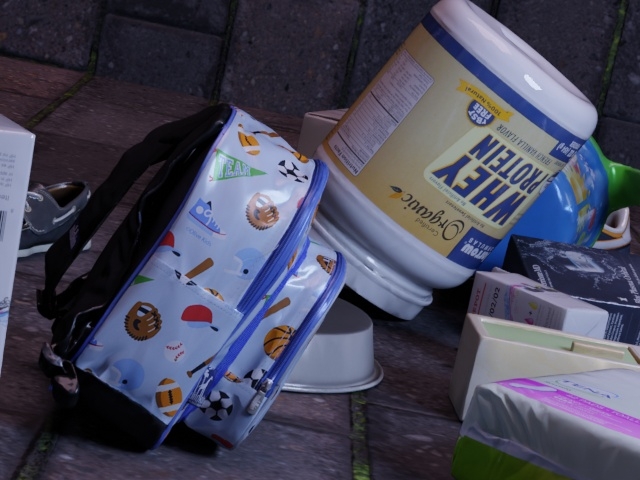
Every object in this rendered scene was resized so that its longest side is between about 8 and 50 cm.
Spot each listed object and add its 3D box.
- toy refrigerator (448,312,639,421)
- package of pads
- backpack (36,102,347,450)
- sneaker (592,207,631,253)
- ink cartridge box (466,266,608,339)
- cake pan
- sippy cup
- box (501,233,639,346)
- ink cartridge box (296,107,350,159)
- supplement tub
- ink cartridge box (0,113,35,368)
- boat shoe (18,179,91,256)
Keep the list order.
[{"bbox_3d":[0.266,0.140,1.869,0.270,0.094,0.102,12,10,-5],"label":"toy refrigerator"},{"bbox_3d":[0.291,0.189,1.600,0.297,0.101,0.229,21,14,38],"label":"package of pads"},{"bbox_3d":[-0.095,0.026,1.598,0.213,0.263,0.276,26,7,-14],"label":"backpack"},{"bbox_3d":[0.272,-0.013,2.645,0.321,0.127,0.126,5,13,-26],"label":"sneaker"},{"bbox_3d":[0.202,0.095,2.008,0.062,0.104,0.181,5,11,-37],"label":"ink cartridge box"},{"bbox_3d":[-0.077,0.079,1.921,0.293,0.054,0.293,12,10,-2],"label":"cake pan"},{"bbox_3d":[0.237,-0.046,2.418,0.240,0.305,0.224,50,14,-2],"label":"sippy cup"},{"bbox_3d":[0.287,0.074,2.183,0.158,0.093,0.156,9,22,-9],"label":"box"},{"bbox_3d":[0.049,-0.084,2.630,0.100,0.172,0.237,15,11,21],"label":"ink cartridge box"},{"bbox_3d":[0.131,-0.089,2.203,0.228,0.316,0.228,37,12,-9],"label":"supplement tub"},{"bbox_3d":[-0.333,0.009,1.491,0.171,0.232,0.168,7,9,-25],"label":"ink cartridge box"},{"bbox_3d":[-0.328,-0.026,2.145,0.084,0.079,0.233,19,13,26],"label":"boat shoe"}]
